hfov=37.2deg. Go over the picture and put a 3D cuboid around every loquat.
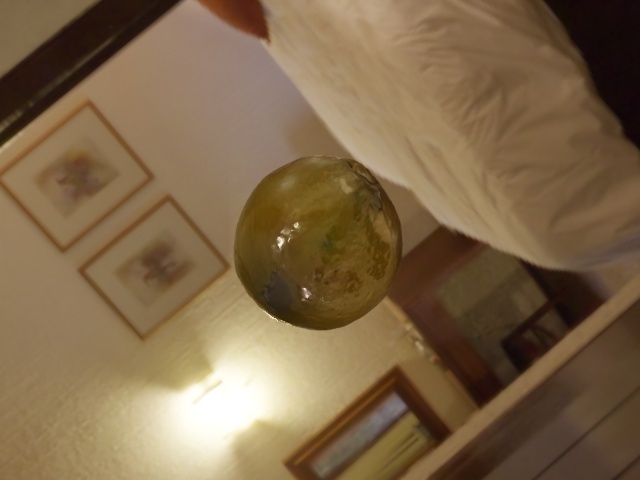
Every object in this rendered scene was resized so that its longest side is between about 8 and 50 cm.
[{"bbox_3d":[0.000,0.000,0.847,0.152,0.152,0.195,49,136,19],"label":"loquat"}]
